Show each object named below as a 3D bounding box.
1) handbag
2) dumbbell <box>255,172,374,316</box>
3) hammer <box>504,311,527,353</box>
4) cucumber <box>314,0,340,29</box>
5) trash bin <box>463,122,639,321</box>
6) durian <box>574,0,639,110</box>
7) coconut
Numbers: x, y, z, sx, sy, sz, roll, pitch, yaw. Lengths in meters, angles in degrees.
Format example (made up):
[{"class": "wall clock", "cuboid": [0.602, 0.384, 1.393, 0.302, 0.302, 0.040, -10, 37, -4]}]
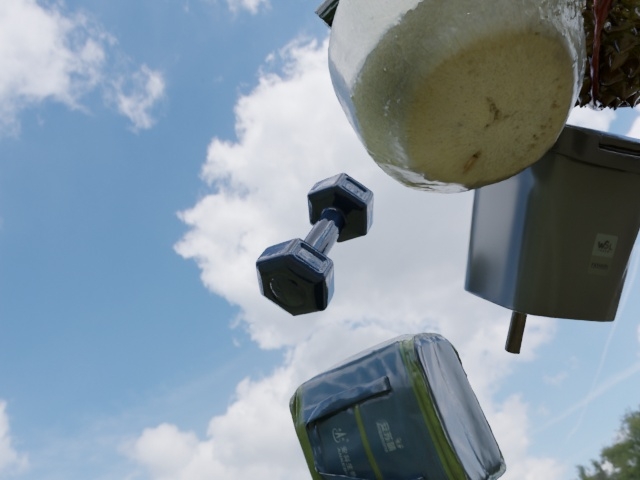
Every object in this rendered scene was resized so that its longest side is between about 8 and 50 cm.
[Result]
[{"class": "handbag", "cuboid": [0.115, 0.297, 0.794, 0.241, 0.263, 0.222, -33, -25, 25]}, {"class": "dumbbell", "cuboid": [0.000, 0.000, 1.031, 0.144, 0.325, 0.160, 10, -49, 20]}, {"class": "hammer", "cuboid": [0.472, 0.082, 1.147, 0.111, 0.043, 0.366, 11, -79, 18]}, {"class": "cucumber", "cuboid": [0.052, -0.620, 1.355, 0.115, 0.116, 0.062, -43, -17, 10]}, {"class": "trash bin", "cuboid": [0.312, -0.033, 0.694, 0.219, 0.219, 0.250, 7, -84, -15]}, {"class": "durian", "cuboid": [0.405, -0.354, 0.697, 0.347, 0.385, 0.348, -10, -34, -7]}, {"class": "coconut", "cuboid": [0.127, -0.188, 0.536, 0.237, 0.266, 0.238, -4, -47, -4]}]
